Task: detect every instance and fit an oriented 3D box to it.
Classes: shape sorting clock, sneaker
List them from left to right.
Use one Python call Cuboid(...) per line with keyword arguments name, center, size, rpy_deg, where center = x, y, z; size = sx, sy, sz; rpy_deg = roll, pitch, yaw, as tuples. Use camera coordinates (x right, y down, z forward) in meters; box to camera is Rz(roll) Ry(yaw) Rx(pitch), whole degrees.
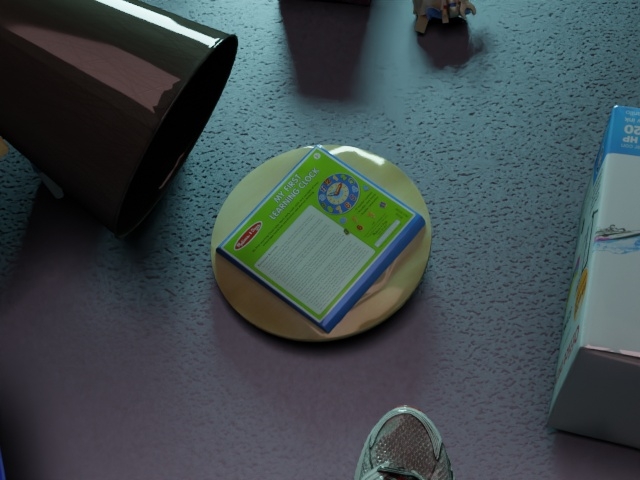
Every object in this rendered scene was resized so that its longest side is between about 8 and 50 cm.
Cuboid(name="shape sorting clock", center=(0.000, 0.000, 1.034), size=(0.206, 0.040, 0.206), rpy_deg=(-2, 63, 4))
Cuboid(name="sneaker", center=(0.063, 0.235, 0.871), size=(0.088, 0.093, 0.225), rpy_deg=(4, 60, 4))

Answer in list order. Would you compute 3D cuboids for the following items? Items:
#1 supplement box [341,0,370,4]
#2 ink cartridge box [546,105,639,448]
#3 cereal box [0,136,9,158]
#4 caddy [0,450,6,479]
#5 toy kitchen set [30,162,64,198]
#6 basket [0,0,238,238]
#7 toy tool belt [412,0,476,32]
Cuboid(name="supplement box", center=(0.019, -0.356, 1.212), size=(0.104, 0.081, 0.188), rpy_deg=(8, 61, 6))
Cuboid(name="ink cartridge box", center=(0.297, 0.040, 0.927), size=(0.168, 0.171, 0.233), rpy_deg=(11, 61, 8))
Cuboid(name="cereal box", center=(-0.401, -0.053, 1.005), size=(0.173, 0.047, 0.240), rpy_deg=(-48, 35, -21))
Cuboid(name="caddy", center=(-0.374, 0.193, 0.866), size=(0.241, 0.179, 0.341), rpy_deg=(-3, 57, -27))
Cuboid(name="toy kitchen set", center=(-0.238, -0.176, 1.095), size=(0.166, 0.122, 0.207), rpy_deg=(-25, 62, -11))
Cuboid(name="basket", center=(-0.221, -0.145, 0.978), size=(0.227, 0.154, 0.204), rpy_deg=(30, 90, 4))
Cuboid(name="toy tool belt", center=(0.137, -0.248, 1.171), size=(0.083, 0.052, 0.051), rpy_deg=(-8, 92, 1))
